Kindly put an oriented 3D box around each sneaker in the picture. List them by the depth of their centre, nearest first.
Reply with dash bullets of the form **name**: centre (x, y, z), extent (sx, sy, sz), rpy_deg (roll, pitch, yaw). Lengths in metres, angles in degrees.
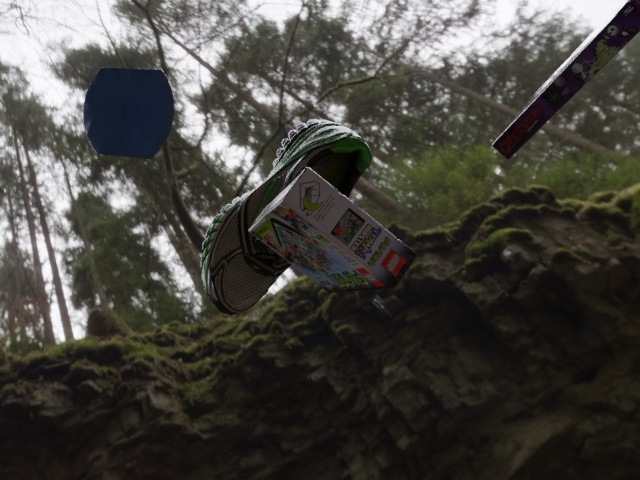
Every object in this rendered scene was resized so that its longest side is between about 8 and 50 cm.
- **sneaker**: centre (-0.054, -0.038, 0.960), extent (0.134, 0.146, 0.343), rpy_deg (36, -96, -30)

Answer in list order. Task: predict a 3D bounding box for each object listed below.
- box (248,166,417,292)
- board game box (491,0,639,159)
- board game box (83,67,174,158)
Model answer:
- **box**: centre (0.000, 0.000, 0.592), extent (0.114, 0.207, 0.036), rpy_deg (38, -103, -7)
- **board game box**: centre (0.441, -0.298, 1.079), extent (0.208, 0.056, 0.347), rpy_deg (-41, -8, -36)
- **board game box**: centre (-0.287, -0.193, 0.982), extent (0.033, 0.169, 0.133), rpy_deg (-3, -80, -68)
